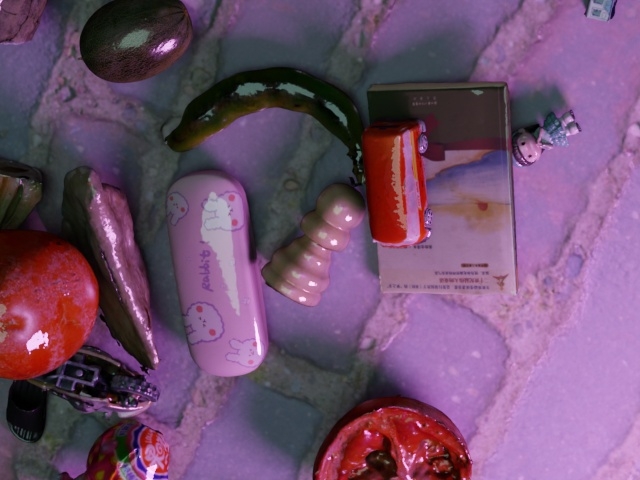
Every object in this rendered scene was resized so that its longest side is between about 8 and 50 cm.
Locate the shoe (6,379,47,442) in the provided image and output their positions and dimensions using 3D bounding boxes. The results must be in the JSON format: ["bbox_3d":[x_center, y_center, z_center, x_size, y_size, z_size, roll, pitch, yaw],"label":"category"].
[{"bbox_3d":[-0.436,0.232,2.070,0.062,0.053,0.159,13,105,3],"label":"shoe"}]

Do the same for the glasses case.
[{"bbox_3d":[-0.144,0.048,1.952,0.113,0.075,0.296,-5,104,14],"label":"glasses case"}]

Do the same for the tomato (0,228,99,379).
[{"bbox_3d":[-0.422,0.077,1.908,0.232,0.232,0.188,4,116,9],"label":"tomato"}]

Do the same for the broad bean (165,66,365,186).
[{"bbox_3d":[-0.066,-0.165,1.889,0.292,0.049,0.144,10,100,10],"label":"broad bean"}]

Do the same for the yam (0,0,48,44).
[{"bbox_3d":[-0.448,-0.417,1.809,0.241,0.241,0.348,25,106,2],"label":"yam"}]

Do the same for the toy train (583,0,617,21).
[{"bbox_3d":[0.375,-0.381,1.757,0.047,0.043,0.207,15,108,10],"label":"toy train"}]

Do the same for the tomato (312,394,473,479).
[{"bbox_3d":[0.103,0.312,1.974,0.228,0.101,0.228,2,113,5],"label":"tomato"}]

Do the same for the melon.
[{"bbox_3d":[-0.251,-0.269,1.862,0.167,0.114,0.114,-18,102,12],"label":"melon"}]

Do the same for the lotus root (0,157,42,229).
[{"bbox_3d":[-0.479,-0.056,1.985,0.143,0.070,0.144,21,111,-15],"label":"lotus root"}]

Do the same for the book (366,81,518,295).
[{"bbox_3d":[0.164,-0.068,1.872,0.201,0.026,0.289,0,105,23],"label":"book"}]

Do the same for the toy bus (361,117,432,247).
[{"bbox_3d":[0.098,-0.072,1.840,0.079,0.077,0.174,1,104,25],"label":"toy bus"}]

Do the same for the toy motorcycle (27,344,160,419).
[{"bbox_3d":[-0.335,0.204,2.008,0.229,0.130,0.094,13,76,10],"label":"toy motorcycle"}]

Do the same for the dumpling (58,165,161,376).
[{"bbox_3d":[-0.293,0.022,1.966,0.086,0.166,0.332,-27,123,-26],"label":"dumpling"}]

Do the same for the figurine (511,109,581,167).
[{"bbox_3d":[0.288,-0.138,1.840,0.106,0.047,0.060,-27,107,14],"label":"figurine"}]

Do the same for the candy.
[{"bbox_3d":[-0.373,0.381,2.079,0.365,0.124,0.124,-32,98,25],"label":"candy"}]

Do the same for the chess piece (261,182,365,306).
[{"bbox_3d":[0.000,0.000,1.907,0.094,0.094,0.170,33,105,0],"label":"chess piece"}]
